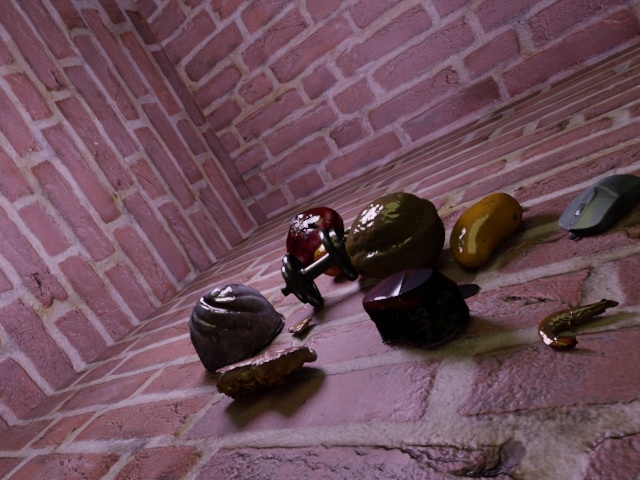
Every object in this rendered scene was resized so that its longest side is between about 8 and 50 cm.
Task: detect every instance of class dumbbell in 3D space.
[{"bbox_3d":[0.000,0.083,1.449,0.289,0.192,0.192,-35,11,8],"label":"dumbbell"}]

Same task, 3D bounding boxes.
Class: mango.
[{"bbox_3d":[0.406,-0.032,1.174,0.157,0.109,0.262,-9,26,50],"label":"mango"}]

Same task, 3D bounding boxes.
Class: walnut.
[{"bbox_3d":[0.203,-0.013,1.305,0.282,0.227,0.283,-36,19,15],"label":"walnut"}]

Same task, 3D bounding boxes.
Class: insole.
[{"bbox_3d":[0.279,0.128,1.085,0.188,0.004,0.064,-18,17,45],"label":"insole"}]

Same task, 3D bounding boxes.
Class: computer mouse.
[{"bbox_3d":[0.601,-0.085,1.013,0.228,0.069,0.113,-34,11,-15],"label":"computer mouse"}]

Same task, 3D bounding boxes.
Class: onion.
[{"bbox_3d":[0.000,0.000,1.882,0.273,0.284,0.273,-28,49,38],"label":"onion"}]

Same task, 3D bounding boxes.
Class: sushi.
[{"bbox_3d":[0.195,0.139,0.982,0.136,0.126,0.225,-40,9,-30],"label":"sushi"}]

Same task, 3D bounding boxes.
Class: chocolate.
[{"bbox_3d":[-0.289,0.244,1.498,0.303,0.213,0.303,-31,11,7],"label":"chocolate"}]

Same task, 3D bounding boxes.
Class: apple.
[{"bbox_3d":[0.043,0.055,1.609,0.146,0.147,0.146,-29,12,7],"label":"apple"}]

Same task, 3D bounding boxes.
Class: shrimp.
[{"bbox_3d":[0.404,0.128,0.734,0.127,0.025,0.091,-31,11,22],"label":"shrimp"}]

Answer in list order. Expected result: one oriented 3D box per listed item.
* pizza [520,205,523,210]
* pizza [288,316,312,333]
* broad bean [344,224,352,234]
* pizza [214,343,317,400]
[{"bbox_3d":[0.520,-0.091,1.326,0.100,0.029,0.099,-23,14,33],"label":"pizza"},{"bbox_3d":[-0.061,0.254,1.343,0.083,0.025,0.078,-30,8,15],"label":"pizza"},{"bbox_3d":[0.184,-0.065,1.988,0.195,0.046,0.061,-26,0,-2],"label":"broad bean"},{"bbox_3d":[-0.140,0.321,1.129,0.305,0.086,0.161,-23,-7,26],"label":"pizza"}]
